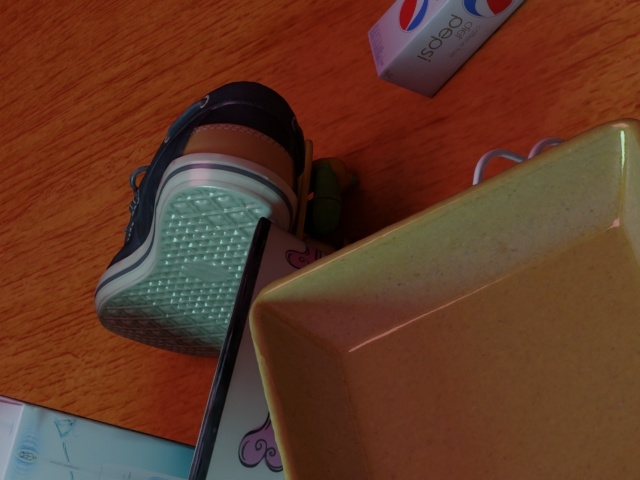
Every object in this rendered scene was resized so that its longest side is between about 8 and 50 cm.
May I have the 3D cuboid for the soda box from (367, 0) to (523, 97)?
[{"bbox_3d":[0.142,-0.244,2.013,0.216,0.074,0.069,-45,40,35],"label":"soda box"}]

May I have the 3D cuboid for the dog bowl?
[{"bbox_3d":[-0.037,0.193,1.843,0.408,0.150,0.408,-165,90,-89],"label":"dog bowl"}]

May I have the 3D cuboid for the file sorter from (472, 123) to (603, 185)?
[{"bbox_3d":[0.266,0.006,1.600,0.278,0.173,0.193,-13,63,53],"label":"file sorter"}]

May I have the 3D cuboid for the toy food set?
[{"bbox_3d":[0.000,0.000,2.114,0.128,0.071,0.218,110,168,-65],"label":"toy food set"}]

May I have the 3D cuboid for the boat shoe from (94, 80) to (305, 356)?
[{"bbox_3d":[-0.122,-0.007,2.118,0.500,0.187,0.156,120,165,-61],"label":"boat shoe"}]

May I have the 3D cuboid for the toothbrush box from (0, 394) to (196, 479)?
[{"bbox_3d":[-0.239,0.298,2.092,0.126,0.295,0.216,5,77,58],"label":"toothbrush box"}]

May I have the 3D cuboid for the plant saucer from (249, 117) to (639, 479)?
[{"bbox_3d":[0.134,0.112,1.416,0.333,0.081,0.333,-26,47,12],"label":"plant saucer"}]
